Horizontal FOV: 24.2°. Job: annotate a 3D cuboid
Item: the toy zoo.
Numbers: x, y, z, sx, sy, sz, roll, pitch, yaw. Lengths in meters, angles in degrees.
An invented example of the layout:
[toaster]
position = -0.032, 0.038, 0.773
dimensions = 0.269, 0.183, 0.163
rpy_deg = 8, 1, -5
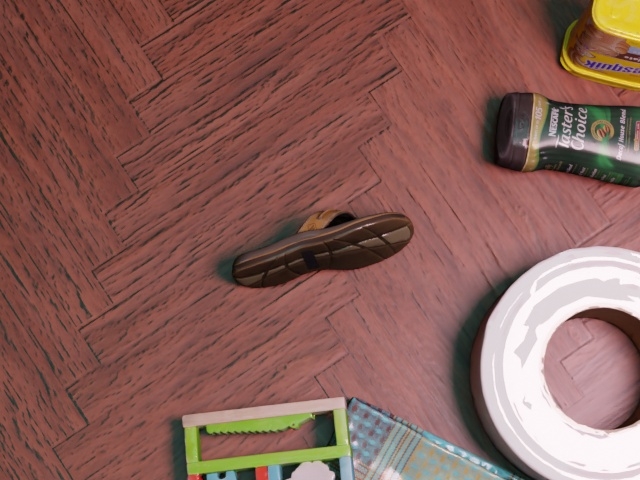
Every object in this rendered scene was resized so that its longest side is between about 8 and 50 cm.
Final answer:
[toy zoo]
position = -0.050, 0.332, 1.680
dimensions = 0.192, 0.030, 0.293
rpy_deg = -7, 74, 6

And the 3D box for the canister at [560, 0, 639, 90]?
[canister]
position = 0.360, -0.240, 1.752
dimensions = 0.126, 0.170, 0.073
rpy_deg = 14, 80, 1

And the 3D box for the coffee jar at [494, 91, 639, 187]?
[coffee jar]
position = 0.301, -0.121, 1.775
dimensions = 0.185, 0.079, 0.096
rpy_deg = 7, 80, 0

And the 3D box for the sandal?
[sandal]
position = 0.000, 0.000, 1.753
dimensions = 0.219, 0.090, 0.060
rpy_deg = -16, 59, 2

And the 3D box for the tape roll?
[tape roll]
position = 0.318, 0.153, 1.718
dimensions = 0.286, 0.100, 0.286
rpy_deg = 0, 80, -3

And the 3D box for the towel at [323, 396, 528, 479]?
[towel]
position = 0.142, 0.376, 1.703
dimensions = 0.370, 0.040, 0.271
rpy_deg = 27, 79, 3
